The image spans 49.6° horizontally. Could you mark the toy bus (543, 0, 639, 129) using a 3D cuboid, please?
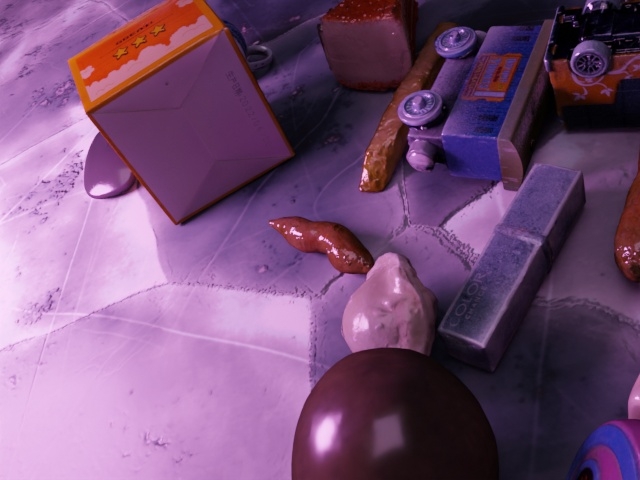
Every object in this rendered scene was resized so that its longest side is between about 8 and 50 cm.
[{"bbox_3d":[0.470,-0.247,0.957,0.275,0.167,0.138,2,53,31],"label":"toy bus"}]

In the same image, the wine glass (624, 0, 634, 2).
[{"bbox_3d":[0.600,-0.386,1.057,0.231,0.103,0.103,21,64,34],"label":"wine glass"}]

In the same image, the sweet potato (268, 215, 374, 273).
[{"bbox_3d":[0.003,-0.002,1.055,0.218,0.051,0.065,26,69,39],"label":"sweet potato"}]

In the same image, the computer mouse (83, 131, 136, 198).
[{"bbox_3d":[-0.416,-0.179,1.409,0.120,0.057,0.232,-14,48,14],"label":"computer mouse"}]

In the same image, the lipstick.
[{"bbox_3d":[0.249,0.030,0.889,0.077,0.076,0.289,20,63,35],"label":"lipstick"}]

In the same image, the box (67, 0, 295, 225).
[{"bbox_3d":[-0.238,-0.233,1.208,0.259,0.283,0.214,-30,44,-1],"label":"box"}]

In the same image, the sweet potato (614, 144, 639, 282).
[{"bbox_3d":[0.425,-0.062,0.877,0.075,0.075,0.273,7,61,31],"label":"sweet potato"}]

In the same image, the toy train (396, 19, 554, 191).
[{"bbox_3d":[0.250,-0.220,1.066,0.202,0.131,0.299,10,58,30],"label":"toy train"}]

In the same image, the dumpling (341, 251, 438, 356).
[{"bbox_3d":[0.095,0.096,0.872,0.136,0.118,0.199,-45,45,48],"label":"dumpling"}]

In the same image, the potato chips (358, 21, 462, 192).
[{"bbox_3d":[0.165,-0.250,1.174,0.057,0.080,0.407,17,61,24],"label":"potato chips"}]

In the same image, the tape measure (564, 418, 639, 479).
[{"bbox_3d":[0.276,0.273,0.565,0.149,0.245,0.231,16,60,6],"label":"tape measure"}]

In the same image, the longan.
[{"bbox_3d":[0.069,0.234,0.708,0.215,0.246,0.246,30,65,4],"label":"longan"}]

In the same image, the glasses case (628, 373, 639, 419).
[{"bbox_3d":[0.446,0.208,0.595,0.336,0.144,0.076,22,63,39],"label":"glasses case"}]

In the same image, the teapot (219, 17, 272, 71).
[{"bbox_3d":[-0.216,-0.396,1.443,0.232,0.159,0.159,11,53,1],"label":"teapot"}]

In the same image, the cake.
[{"bbox_3d":[0.143,-0.405,1.261,0.160,0.158,0.262,27,66,35],"label":"cake"}]
